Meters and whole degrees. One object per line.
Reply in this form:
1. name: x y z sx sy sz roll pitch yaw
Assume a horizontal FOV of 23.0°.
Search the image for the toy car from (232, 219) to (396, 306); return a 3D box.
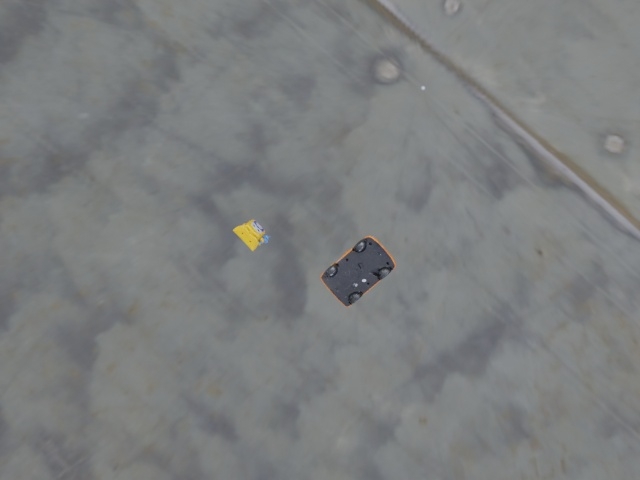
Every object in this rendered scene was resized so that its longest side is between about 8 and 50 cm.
1. toy car: 0.000 0.000 1.215 0.122 0.040 0.060 32 111 5
